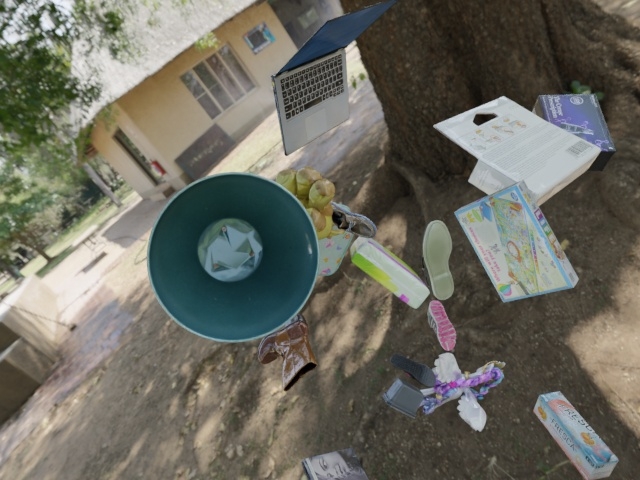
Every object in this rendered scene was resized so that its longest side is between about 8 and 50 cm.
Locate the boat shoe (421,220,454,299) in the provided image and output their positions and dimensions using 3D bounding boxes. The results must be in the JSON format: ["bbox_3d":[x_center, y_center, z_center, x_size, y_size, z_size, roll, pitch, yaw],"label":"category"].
[{"bbox_3d":[0.472,0.072,1.711,0.127,0.340,0.113,-20,18,-7],"label":"boat shoe"}]

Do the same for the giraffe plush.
[{"bbox_3d":[-0.025,-0.058,1.013,0.181,0.170,0.210,41,104,34],"label":"giraffe plush"}]

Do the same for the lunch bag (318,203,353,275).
[{"bbox_3d":[0.000,0.000,1.469,0.108,0.223,0.279,56,134,42],"label":"lunch bag"}]

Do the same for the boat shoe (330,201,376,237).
[{"bbox_3d":[0.081,-0.053,1.259,0.066,0.183,0.066,-39,-27,-61],"label":"boat shoe"}]

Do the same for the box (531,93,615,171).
[{"bbox_3d":[0.821,-0.357,1.365,0.184,0.103,0.262,2,59,6],"label":"box"}]

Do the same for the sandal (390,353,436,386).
[{"bbox_3d":[0.340,0.475,1.522,0.067,0.179,0.040,-54,-18,-28],"label":"sandal"}]

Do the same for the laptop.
[{"bbox_3d":[0.059,-0.509,1.314,0.236,0.408,0.382,20,43,33],"label":"laptop"}]

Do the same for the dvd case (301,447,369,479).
[{"bbox_3d":[0.059,0.721,1.246,0.018,0.221,0.165,-54,47,23],"label":"dvd case"}]

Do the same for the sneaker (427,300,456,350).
[{"bbox_3d":[0.410,0.295,1.420,0.063,0.171,0.075,-13,-23,-8],"label":"sneaker"}]

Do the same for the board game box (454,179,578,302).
[{"bbox_3d":[0.272,0.005,0.584,0.026,0.154,0.103,-29,1,-39],"label":"board game box"}]

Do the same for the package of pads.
[{"bbox_3d":[0.247,0.103,1.537,0.101,0.296,0.229,-51,5,9],"label":"package of pads"}]

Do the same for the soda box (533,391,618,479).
[{"bbox_3d":[0.570,0.436,0.939,0.058,0.063,0.183,-5,30,-11],"label":"soda box"}]

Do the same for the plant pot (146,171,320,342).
[{"bbox_3d":[-0.166,0.026,0.795,0.290,0.290,0.195,-41,12,-10],"label":"plant pot"}]

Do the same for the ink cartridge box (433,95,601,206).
[{"bbox_3d":[0.426,-0.201,0.918,0.296,0.066,0.261,-28,57,-31],"label":"ink cartridge box"}]

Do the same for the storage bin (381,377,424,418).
[{"bbox_3d":[0.309,0.572,1.528,0.091,0.135,0.098,-57,15,3],"label":"storage bin"}]

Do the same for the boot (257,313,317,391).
[{"bbox_3d":[-0.126,0.439,1.506,0.264,0.096,0.280,-38,29,10],"label":"boot"}]

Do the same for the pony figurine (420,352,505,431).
[{"bbox_3d":[0.559,0.610,1.722,0.350,0.303,0.363,-9,-23,-46],"label":"pony figurine"}]
